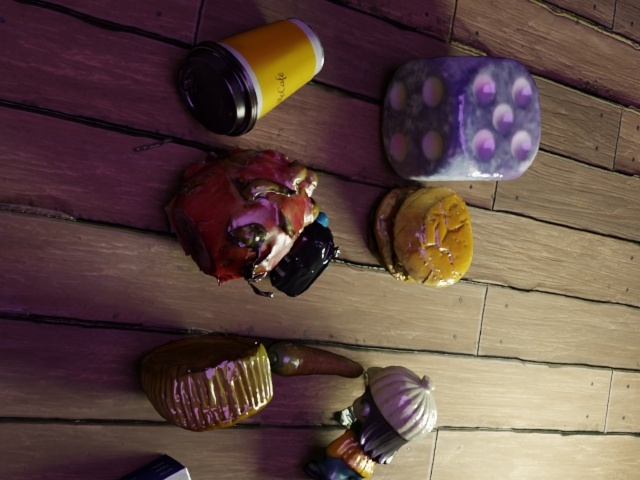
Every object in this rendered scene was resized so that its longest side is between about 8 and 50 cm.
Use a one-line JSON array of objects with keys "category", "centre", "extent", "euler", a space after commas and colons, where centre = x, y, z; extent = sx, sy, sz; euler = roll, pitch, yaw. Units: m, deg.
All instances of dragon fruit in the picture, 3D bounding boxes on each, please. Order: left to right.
[{"category": "dragon fruit", "centre": [-0.133, -0.060, 1.669], "extent": [0.291, 0.269, 0.250], "euler": [-28, 118, -25]}]

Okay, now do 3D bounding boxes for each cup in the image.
[{"category": "cup", "centre": [-0.132, -0.335, 1.694], "extent": [0.280, 0.196, 0.196], "euler": [-36, 112, -35]}]

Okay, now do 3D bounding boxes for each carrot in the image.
[{"category": "carrot", "centre": [0.005, 0.277, 1.900], "extent": [0.298, 0.078, 0.078], "euler": [16, 85, -39]}]

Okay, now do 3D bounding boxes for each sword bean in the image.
[{"category": "sword bean", "centre": [-0.329, -0.188, 1.671], "extent": [0.083, 0.012, 0.012], "euler": [-23, 106, -31]}]

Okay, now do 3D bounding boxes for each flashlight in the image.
[{"category": "flashlight", "centre": [0.000, 0.000, 1.876], "extent": [0.051, 0.051, 0.129], "euler": [-15, 100, -31]}]

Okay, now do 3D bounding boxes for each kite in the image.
[{"category": "kite", "centre": [0.133, 0.404, 2.018], "extent": [0.232, 0.009, 0.189], "euler": [-14, 101, -31]}]

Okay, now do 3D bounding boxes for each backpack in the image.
[{"category": "backpack", "centre": [-0.044, 0.037, 1.797], "extent": [0.106, 0.120, 0.165], "euler": [36, 102, -23]}]

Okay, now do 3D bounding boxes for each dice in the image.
[{"category": "dice", "centre": [0.318, -0.272, 1.932], "extent": [0.270, 0.270, 0.271], "euler": [-3, 95, -34]}]

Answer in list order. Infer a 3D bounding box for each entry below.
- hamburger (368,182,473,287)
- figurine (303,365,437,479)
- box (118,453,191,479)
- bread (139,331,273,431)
[{"category": "hamburger", "centre": [0.243, -0.015, 1.968], "extent": [0.245, 0.163, 0.244], "euler": [-2, 94, -31]}, {"category": "figurine", "centre": [0.126, 0.432, 1.883], "extent": [0.185, 0.204, 0.332], "euler": [39, 77, -44]}, {"category": "box", "centre": [-0.327, 0.610, 1.678], "extent": [0.200, 0.106, 0.299], "euler": [-24, 105, -30]}, {"category": "bread", "centre": [-0.221, 0.268, 1.635], "extent": [0.227, 0.253, 0.142], "euler": [-22, 102, -33]}]
